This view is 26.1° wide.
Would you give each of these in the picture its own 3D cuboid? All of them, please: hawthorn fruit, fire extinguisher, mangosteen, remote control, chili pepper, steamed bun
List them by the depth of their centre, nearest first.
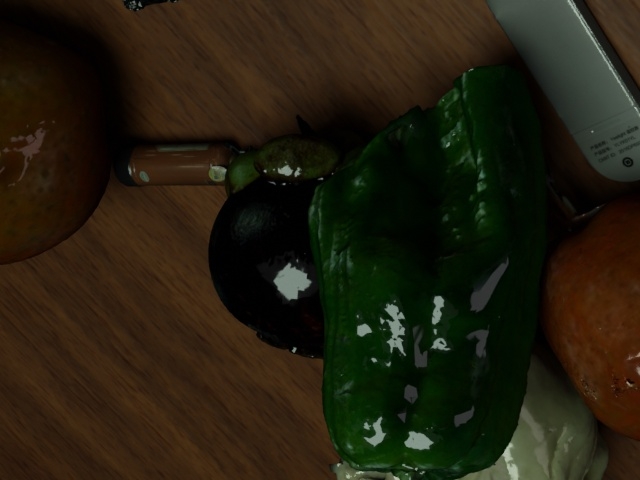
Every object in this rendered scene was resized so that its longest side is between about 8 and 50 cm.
[{"bbox_3d":[0.099,0.025,1.199,0.213,0.385,0.167,10,165,-16],"label":"chili pepper"},{"bbox_3d":[0.287,0.045,1.241,0.299,0.211,0.211,50,134,16],"label":"hawthorn fruit"},{"bbox_3d":[0.229,-0.157,1.247,0.077,0.022,0.245,-24,107,41],"label":"remote control"},{"bbox_3d":[0.000,0.000,1.370,0.243,0.243,0.243,15,127,21],"label":"mangosteen"},{"bbox_3d":[0.172,0.223,1.419,0.275,0.206,0.320,55,137,9],"label":"steamed bun"},{"bbox_3d":[-0.372,-0.092,1.446,0.277,0.298,0.277,19,129,25],"label":"hawthorn fruit"},{"bbox_3d":[-0.140,-0.084,1.485,0.177,0.050,0.062,0,145,29],"label":"fire extinguisher"}]

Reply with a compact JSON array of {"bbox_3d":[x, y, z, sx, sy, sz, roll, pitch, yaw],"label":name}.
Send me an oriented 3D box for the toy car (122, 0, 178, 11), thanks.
[{"bbox_3d":[-0.169,-0.259,1.400,0.093,0.025,0.041,-5,120,36],"label":"toy car"}]
